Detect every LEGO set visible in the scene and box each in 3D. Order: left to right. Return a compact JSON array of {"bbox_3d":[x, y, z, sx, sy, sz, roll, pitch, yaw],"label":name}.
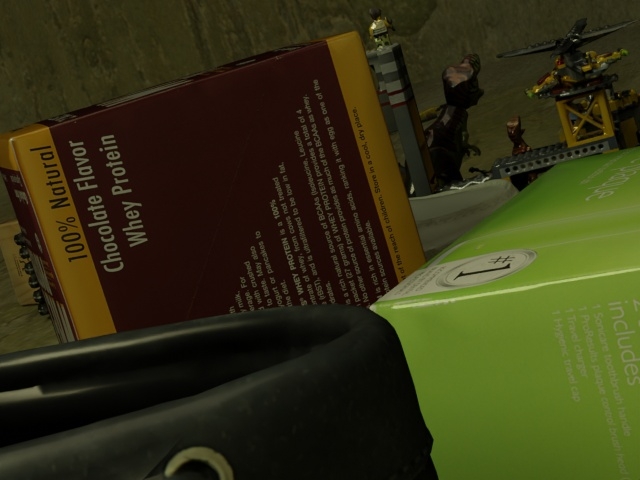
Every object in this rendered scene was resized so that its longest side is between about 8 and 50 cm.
[{"bbox_3d":[0.111,-0.106,1.174,0.331,0.192,0.255,-12,10,22],"label":"LEGO set"}]

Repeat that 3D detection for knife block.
[{"bbox_3d":[-0.189,-0.005,1.433,0.242,0.088,0.275,-7,13,42],"label":"knife block"}]

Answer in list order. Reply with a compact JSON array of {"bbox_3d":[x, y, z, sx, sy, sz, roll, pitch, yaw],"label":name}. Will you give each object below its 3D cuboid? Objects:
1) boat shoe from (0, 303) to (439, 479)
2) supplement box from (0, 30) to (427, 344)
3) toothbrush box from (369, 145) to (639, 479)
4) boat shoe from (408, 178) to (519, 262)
[{"bbox_3d":[-0.198,0.078,0.405,0.500,0.156,0.187,1,13,14],"label":"boat shoe"},{"bbox_3d":[-0.059,0.003,0.825,0.194,0.191,0.129,-20,9,-15],"label":"supplement box"},{"bbox_3d":[0.192,0.025,0.485,0.283,0.122,0.206,-9,12,30],"label":"toothbrush box"},{"bbox_3d":[0.000,0.000,1.014,0.302,0.103,0.113,-18,9,-10],"label":"boat shoe"}]
